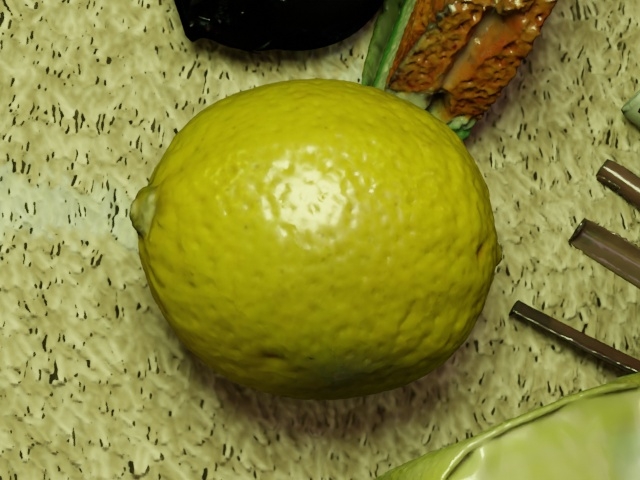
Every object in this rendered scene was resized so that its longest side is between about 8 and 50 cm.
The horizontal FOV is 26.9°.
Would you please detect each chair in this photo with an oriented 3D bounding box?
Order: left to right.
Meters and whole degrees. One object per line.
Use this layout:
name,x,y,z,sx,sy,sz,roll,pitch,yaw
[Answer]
chair,0.355,0.050,1.105,0.326,0.175,0.183,31,61,6

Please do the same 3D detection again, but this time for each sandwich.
sandwich,0.134,-0.214,1.134,0.109,0.212,0.292,25,56,-19

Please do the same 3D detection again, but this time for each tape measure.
tape measure,-0.036,-0.263,1.140,0.223,0.135,0.202,-13,67,-20

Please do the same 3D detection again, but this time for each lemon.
lemon,-0.001,-0.001,1.013,0.267,0.267,0.267,3,73,-10

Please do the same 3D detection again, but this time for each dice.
dice,0.178,0.244,0.979,0.233,0.227,0.238,-18,77,-16

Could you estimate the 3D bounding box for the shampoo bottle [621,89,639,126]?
shampoo bottle,0.423,-0.072,1.207,0.284,0.071,0.153,43,69,4
